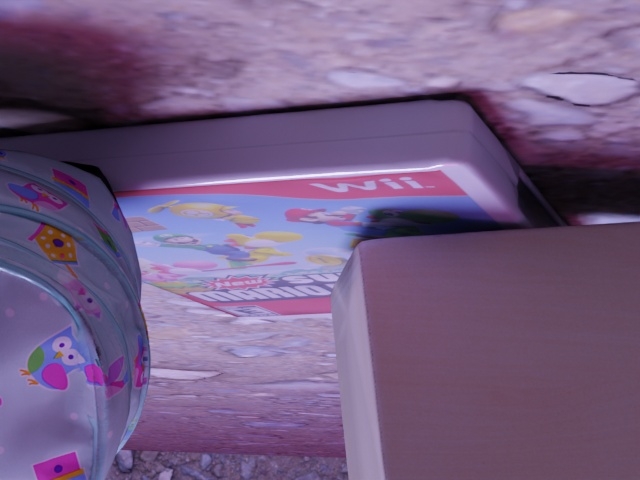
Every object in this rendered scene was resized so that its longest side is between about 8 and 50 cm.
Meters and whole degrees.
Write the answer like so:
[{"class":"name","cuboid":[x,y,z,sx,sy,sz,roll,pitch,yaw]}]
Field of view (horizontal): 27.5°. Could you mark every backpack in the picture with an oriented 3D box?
[{"class":"backpack","cuboid":[-0.145,0.034,0.412,0.182,0.152,0.115,-2,-150,-7]}]

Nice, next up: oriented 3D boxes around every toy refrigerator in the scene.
[{"class":"toy refrigerator","cuboid":[0.145,0.051,0.517,0.270,0.102,0.094,-4,165,-9]}]

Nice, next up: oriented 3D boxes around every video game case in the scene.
[{"class":"video game case","cuboid":[0.000,0.000,0.568,0.204,0.025,0.285,-3,167,20]}]
